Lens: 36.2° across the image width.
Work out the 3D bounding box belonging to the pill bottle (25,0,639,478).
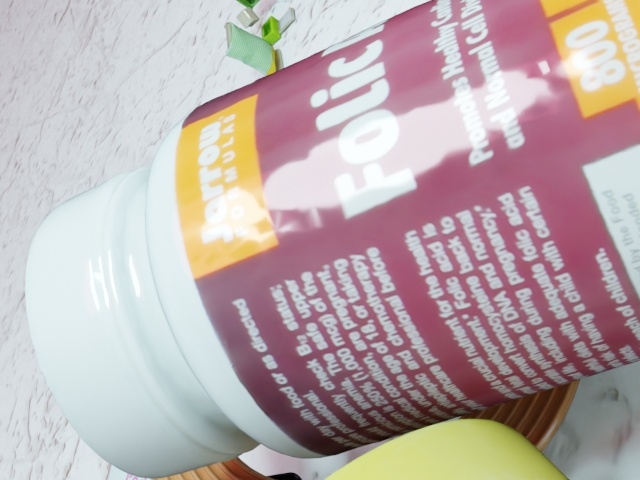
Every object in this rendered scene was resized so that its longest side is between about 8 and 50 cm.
[{"bbox_3d":[0.044,-0.007,0.562,0.392,0.224,0.224,-22,48,20],"label":"pill bottle"}]

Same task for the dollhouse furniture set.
[{"bbox_3d":[-0.068,-0.262,1.153,0.058,0.076,0.152,-40,39,30],"label":"dollhouse furniture set"}]

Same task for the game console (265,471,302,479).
[{"bbox_3d":[-0.054,0.252,0.771,0.122,0.071,0.107,-22,31,44],"label":"game console"}]

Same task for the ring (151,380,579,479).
[{"bbox_3d":[0.020,0.077,0.706,0.336,0.032,0.337,-17,39,14],"label":"ring"}]

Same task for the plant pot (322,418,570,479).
[{"bbox_3d":[0.083,0.255,0.461,0.254,0.254,0.239,-55,49,10],"label":"plant pot"}]

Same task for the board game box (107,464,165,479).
[{"bbox_3d":[-0.091,0.331,0.688,0.224,0.097,0.304,11,82,40],"label":"board game box"}]
